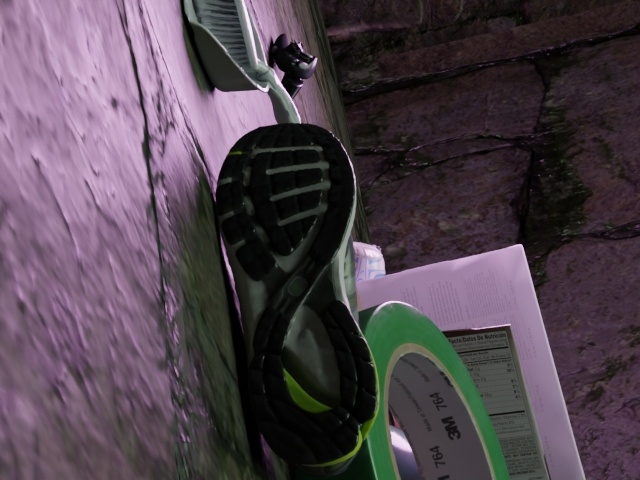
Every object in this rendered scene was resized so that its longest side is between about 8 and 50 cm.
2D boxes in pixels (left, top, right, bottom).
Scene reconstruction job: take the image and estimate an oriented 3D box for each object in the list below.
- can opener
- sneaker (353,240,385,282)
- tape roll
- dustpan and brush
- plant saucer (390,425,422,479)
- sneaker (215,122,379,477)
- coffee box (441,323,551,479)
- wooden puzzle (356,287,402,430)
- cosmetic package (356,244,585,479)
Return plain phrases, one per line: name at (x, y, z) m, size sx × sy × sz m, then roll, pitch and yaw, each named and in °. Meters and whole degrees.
can opener at (-0.045, -0.252, 1.919) m, size 0.059 × 0.073 × 0.186 m, roll 34°, pitch 17°, yaw -18°
sneaker at (0.054, 0.043, 2.198) m, size 0.237 × 0.085 × 0.086 m, roll -94°, pitch -163°, yaw -85°
tape roll at (0.084, 0.217, 1.275) m, size 0.321 × 0.077 × 0.321 m, roll 48°, pitch 30°, yaw -40°
dustpan and brush at (-0.065, -0.161, 1.228) m, size 0.211 × 0.060 × 0.147 m, roll 73°, pitch 6°, yaw -45°
plant saucer at (0.114, 0.284, 1.467) m, size 0.195 × 0.037 × 0.195 m, roll -16°, pitch 90°, yaw -83°
sneaker at (-0.020, 0.045, 1.071) m, size 0.121 × 0.111 × 0.300 m, roll 91°, pitch -4°, yaw -61°
coffee box at (0.190, 0.267, 1.630) m, size 0.168 × 0.119 × 0.297 m, roll 88°, pitch -6°, yaw -53°
wooden puzzle at (0.052, 0.245, 1.549) m, size 0.348 × 0.081 × 0.322 m, roll 67°, pitch 10°, yaw -45°
cosmetic package at (0.185, 0.211, 1.946) m, size 0.097 × 0.284 × 0.377 m, roll 74°, pitch 6°, yaw -57°
